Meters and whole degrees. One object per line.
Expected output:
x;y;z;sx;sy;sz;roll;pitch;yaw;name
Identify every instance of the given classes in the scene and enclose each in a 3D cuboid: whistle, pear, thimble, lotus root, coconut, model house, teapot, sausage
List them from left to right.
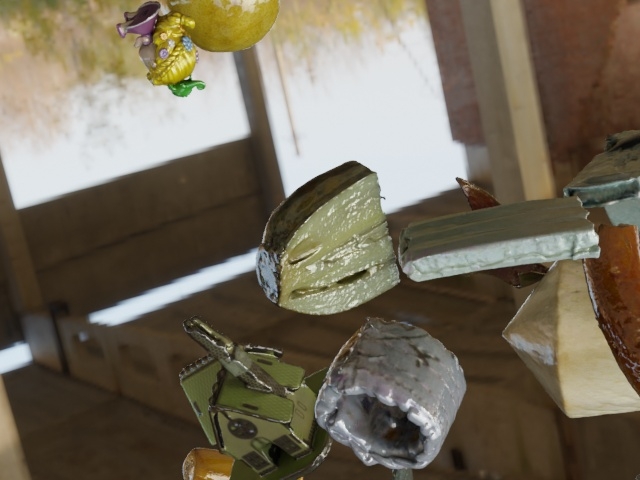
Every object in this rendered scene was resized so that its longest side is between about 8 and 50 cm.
-0.164;-0.413;1.963;0.208;0.209;0.209;-12;-167;3;pear
-0.140;0.220;1.789;0.218;0.278;0.205;-33;-153;32;model house
-0.008;0.015;2.257;0.260;0.267;0.149;-30;-142;-20;lotus root
0.079;0.174;1.355;0.151;0.127;0.118;29;-137;3;thimble
0.154;0.419;2.254;0.042;0.111;0.043;-1;-136;1;teapot
0.481;0.161;2.128;0.328;0.329;0.329;-12;-167;3;coconut
0.554;-0.117;2.035;0.168;0.188;0.404;-6;168;38;whistle
0.398;0.120;1.443;0.102;0.302;0.076;-28;160;8;sausage

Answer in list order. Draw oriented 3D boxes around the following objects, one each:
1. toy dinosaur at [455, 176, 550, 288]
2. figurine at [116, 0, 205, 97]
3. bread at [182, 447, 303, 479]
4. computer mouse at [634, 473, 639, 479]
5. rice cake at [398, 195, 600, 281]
0.347;-0.002;2.298;0.206;0.113;0.327;-9;-145;22;toy dinosaur
-0.214;-0.277;1.783;0.114;0.156;0.095;-2;-139;30;figurine
-0.150;0.468;2.364;0.239;0.093;0.074;11;-165;-14;bread
0.530;0.394;1.876;0.096;0.039;0.066;24;-123;21;computer mouse
0.188;-0.002;1.317;0.211;0.038;0.124;-10;-159;6;rice cake
